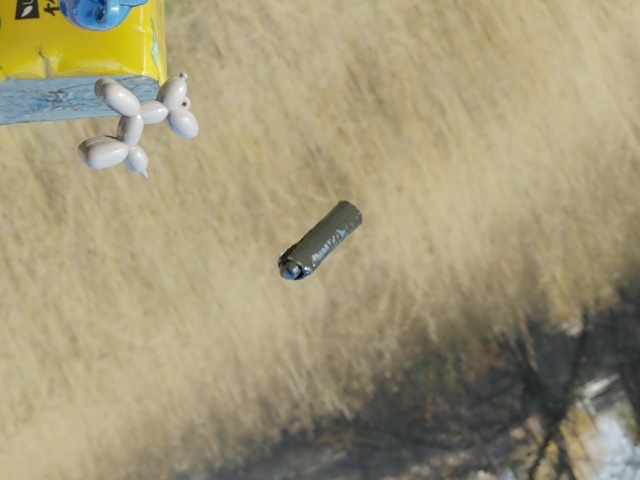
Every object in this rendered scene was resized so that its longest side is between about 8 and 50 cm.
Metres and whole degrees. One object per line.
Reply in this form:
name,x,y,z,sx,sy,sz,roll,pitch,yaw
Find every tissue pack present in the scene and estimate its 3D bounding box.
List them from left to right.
tissue pack,-0.381,-0.382,1.981,0.293,0.381,0.228,-3,171,1

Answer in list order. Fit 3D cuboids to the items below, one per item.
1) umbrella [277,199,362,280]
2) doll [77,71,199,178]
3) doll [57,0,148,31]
umbrella,0.001,0.001,1.407,0.036,0.031,0.133,13,-141,32
doll,-0.246,-0.165,1.877,0.160,0.059,0.161,9,107,-35
doll,-0.230,-0.390,1.445,0.145,0.362,0.199,7,156,-26
